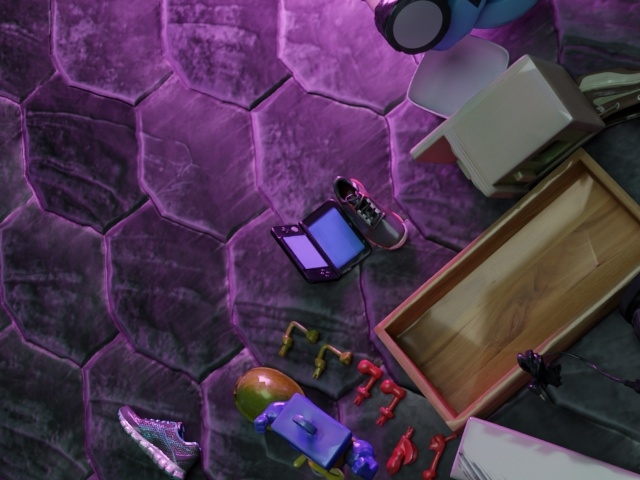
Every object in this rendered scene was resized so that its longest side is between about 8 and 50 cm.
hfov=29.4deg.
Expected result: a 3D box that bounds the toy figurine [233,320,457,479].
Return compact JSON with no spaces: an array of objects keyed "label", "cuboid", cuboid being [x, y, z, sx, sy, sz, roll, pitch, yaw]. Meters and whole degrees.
[{"label":"toy figurine","cuboid":[0.001,0.249,1.789,0.362,0.217,0.191,35,89,26]}]

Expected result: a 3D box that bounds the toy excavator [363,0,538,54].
[{"label":"toy excavator","cuboid":[0.310,-0.478,1.875,0.433,0.445,0.222,-65,34,28]}]

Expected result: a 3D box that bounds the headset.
[{"label":"headset","cuboid":[0.468,0.128,1.618,0.394,0.185,0.243,-19,61,23]}]

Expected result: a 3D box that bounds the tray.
[{"label":"tray","cuboid":[0.299,0.077,1.798,0.411,0.076,0.203,-42,62,7]}]

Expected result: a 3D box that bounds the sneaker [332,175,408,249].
[{"label":"sneaker","cuboid":[0.070,-0.045,1.931,0.158,0.065,0.061,42,92,27]}]

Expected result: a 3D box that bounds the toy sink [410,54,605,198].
[{"label":"toy sink","cuboid":[0.277,-0.144,1.799,0.234,0.153,0.131,-39,72,24]}]

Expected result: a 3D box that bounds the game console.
[{"label":"game console","cuboid":[0.000,0.000,1.946,0.122,0.107,0.071,53,125,26]}]

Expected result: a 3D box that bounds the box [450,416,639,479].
[{"label":"box","cuboid":[0.330,0.334,1.692,0.275,0.113,0.094,16,82,26]}]

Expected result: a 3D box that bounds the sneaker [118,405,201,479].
[{"label":"sneaker","cuboid":[-0.256,0.315,1.968,0.166,0.065,0.076,39,75,23]}]

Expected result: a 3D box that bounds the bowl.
[{"label":"bowl","cuboid":[0.225,-0.252,1.937,0.142,0.053,0.142,23,84,27]}]

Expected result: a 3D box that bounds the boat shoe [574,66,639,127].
[{"label":"boat shoe","cuboid":[0.505,-0.212,1.798,0.257,0.095,0.095,-10,75,31]}]
